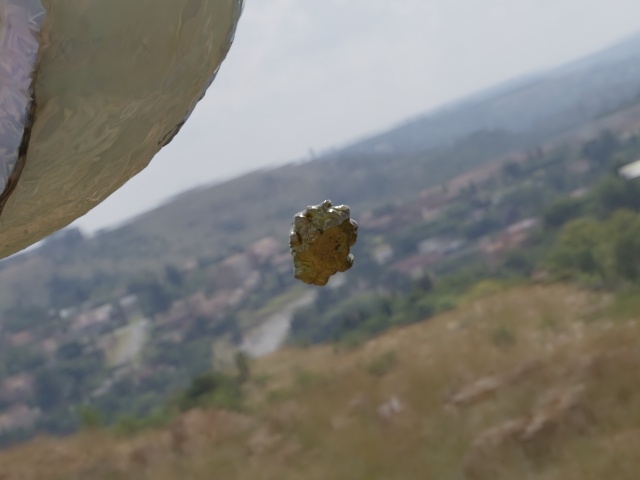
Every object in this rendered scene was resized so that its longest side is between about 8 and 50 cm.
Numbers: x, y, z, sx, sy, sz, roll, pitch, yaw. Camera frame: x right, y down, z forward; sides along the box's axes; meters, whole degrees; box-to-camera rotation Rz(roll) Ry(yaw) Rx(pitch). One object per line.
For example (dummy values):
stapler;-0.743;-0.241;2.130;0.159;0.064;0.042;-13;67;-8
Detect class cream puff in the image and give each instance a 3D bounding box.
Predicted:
cream puff;0.000;0.000;1.696;0.083;0.083;0.058;-36;34;0

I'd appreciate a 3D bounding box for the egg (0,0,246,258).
egg;-0.181;-0.174;0.830;0.354;0.354;0.340;-19;11;32
